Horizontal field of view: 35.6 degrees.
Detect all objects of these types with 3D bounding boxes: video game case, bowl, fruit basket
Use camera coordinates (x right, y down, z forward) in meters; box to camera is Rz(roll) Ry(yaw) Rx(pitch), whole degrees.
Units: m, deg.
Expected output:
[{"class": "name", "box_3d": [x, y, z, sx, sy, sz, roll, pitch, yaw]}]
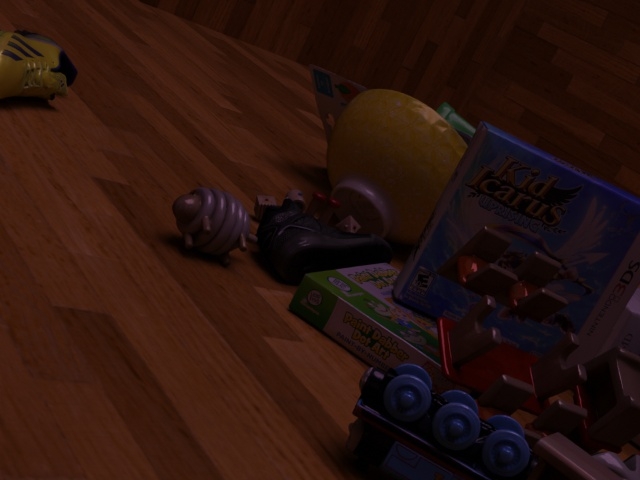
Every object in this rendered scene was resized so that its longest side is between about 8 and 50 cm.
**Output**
[{"class": "video game case", "box_3d": [0.266, 0.018, 1.260, 0.270, 0.244, 0.061, 25, 15, -7]}, {"class": "bowl", "box_3d": [0.108, -0.089, 1.659, 0.289, 0.289, 0.156, 33, 59, 20]}, {"class": "fruit basket", "box_3d": [0.137, -0.153, 1.864, 0.353, 0.165, 0.327, 22, -26, 21]}]

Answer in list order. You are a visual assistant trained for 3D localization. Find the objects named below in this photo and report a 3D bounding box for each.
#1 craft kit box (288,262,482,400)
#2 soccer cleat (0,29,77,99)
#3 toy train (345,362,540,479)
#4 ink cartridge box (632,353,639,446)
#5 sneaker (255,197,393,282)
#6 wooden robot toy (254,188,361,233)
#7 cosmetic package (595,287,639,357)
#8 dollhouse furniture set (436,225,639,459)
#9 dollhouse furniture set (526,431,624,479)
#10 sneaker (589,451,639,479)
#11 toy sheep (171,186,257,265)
[{"class": "craft kit box", "box_3d": [0.120, 0.117, 1.259, 0.247, 0.061, 0.250, 30, 15, 22]}, {"class": "soccer cleat", "box_3d": [-0.431, -0.250, 1.475, 0.121, 0.093, 0.289, 32, 15, -9]}, {"class": "toy train", "box_3d": [0.107, 0.188, 0.900, 0.184, 0.105, 0.080, 29, 6, 4]}, {"class": "ink cartridge box", "box_3d": [0.563, 0.229, 1.299, 0.306, 0.226, 0.131, 37, 18, 35]}, {"class": "sneaker", "box_3d": [0.000, 0.000, 1.375, 0.228, 0.087, 0.130, 3, 34, -45]}, {"class": "wooden robot toy", "box_3d": [-0.011, -0.025, 1.482, 0.173, 0.076, 0.079, 20, 27, -22]}, {"class": "cosmetic package", "box_3d": [0.452, 0.154, 1.500, 0.184, 0.151, 0.151, 18, 18, -27]}, {"class": "dollhouse furniture set", "box_3d": [0.234, 0.157, 1.106, 0.259, 0.135, 0.262, 24, 43, -24]}, {"class": "dollhouse furniture set", "box_3d": [0.116, 0.236, 0.649, 0.212, 0.161, 0.242, 36, 17, 29]}, {"class": "sneaker", "box_3d": [0.357, 0.308, 0.952, 0.331, 0.122, 0.146, 18, 36, -34]}, {"class": "toy sheep", "box_3d": [-0.130, -0.020, 1.239, 0.132, 0.091, 0.091, 32, 8, -40]}]
